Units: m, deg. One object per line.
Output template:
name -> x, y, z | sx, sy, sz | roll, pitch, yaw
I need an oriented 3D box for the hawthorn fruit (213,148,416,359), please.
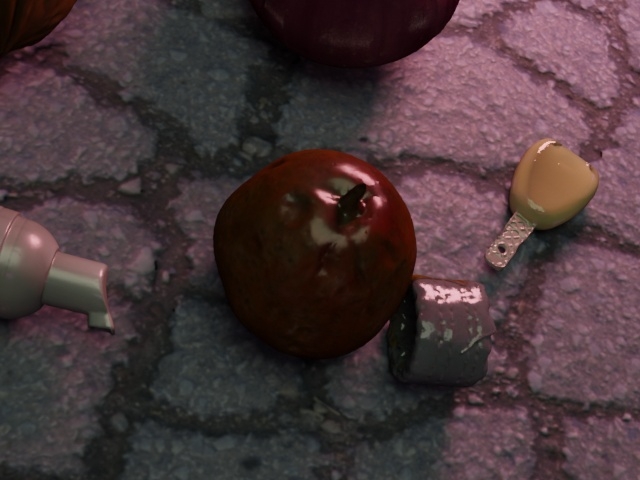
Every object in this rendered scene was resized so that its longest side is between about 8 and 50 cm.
hawthorn fruit -> 0.000, 0.000, 1.285 | 0.277, 0.298, 0.277 | 8, 63, -15

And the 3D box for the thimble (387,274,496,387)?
thimble -> 0.165, 0.126, 1.365 | 0.118, 0.127, 0.151 | 8, 61, -13

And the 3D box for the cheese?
cheese -> 0.329, -0.047, 1.534 | 0.127, 0.054, 0.251 | 37, 62, 7

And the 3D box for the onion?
onion -> 0.046, -0.439, 1.506 | 0.358, 0.345, 0.358 | -1, 87, 12

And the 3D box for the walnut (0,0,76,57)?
walnut -> -0.499, -0.431, 1.330 | 0.354, 0.308, 0.398 | -26, 90, -34

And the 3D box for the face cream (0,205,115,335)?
face cream -> -0.426, 0.024, 1.247 | 0.369, 0.145, 0.145 | 16, 63, -9
